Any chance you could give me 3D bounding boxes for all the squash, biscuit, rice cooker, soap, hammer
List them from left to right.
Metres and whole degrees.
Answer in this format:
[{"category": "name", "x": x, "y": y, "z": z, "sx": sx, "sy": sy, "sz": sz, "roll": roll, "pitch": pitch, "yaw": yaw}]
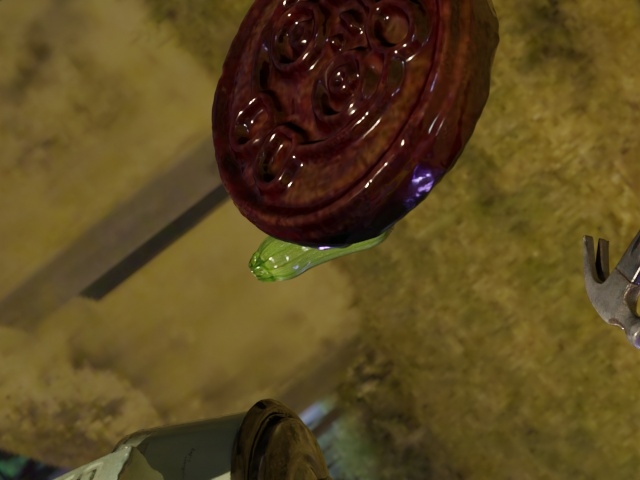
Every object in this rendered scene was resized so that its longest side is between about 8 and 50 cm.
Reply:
[{"category": "soap", "x": -0.272, "y": 0.298, "z": 1.288, "sx": 0.063, "sy": 0.198, "sz": 0.114, "roll": 58, "pitch": -161, "yaw": -20}, {"category": "rice cooker", "x": -0.117, "y": 0.341, "z": 1.521, "sx": 0.316, "sy": 0.316, "sz": 0.264, "roll": -131, "pitch": 23, "yaw": -75}, {"category": "squash", "x": 0.000, "y": 0.000, "z": 1.733, "sx": 0.068, "sy": 0.219, "sz": 0.077, "roll": 70, "pitch": 176, "yaw": -73}, {"category": "biscuit", "x": 0.019, "y": -0.189, "z": 1.398, "sx": 0.091, "sy": 0.407, "sz": 0.407, "roll": 21, "pitch": -158, "yaw": -42}, {"category": "hammer", "x": 0.360, "y": -0.043, "z": 1.243, "sx": 0.037, "sy": 0.290, "sz": 0.137, "roll": 11, "pitch": -155, "yaw": -30}]
